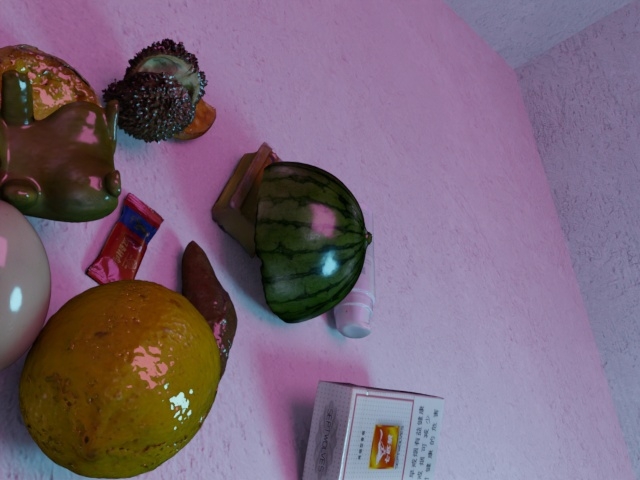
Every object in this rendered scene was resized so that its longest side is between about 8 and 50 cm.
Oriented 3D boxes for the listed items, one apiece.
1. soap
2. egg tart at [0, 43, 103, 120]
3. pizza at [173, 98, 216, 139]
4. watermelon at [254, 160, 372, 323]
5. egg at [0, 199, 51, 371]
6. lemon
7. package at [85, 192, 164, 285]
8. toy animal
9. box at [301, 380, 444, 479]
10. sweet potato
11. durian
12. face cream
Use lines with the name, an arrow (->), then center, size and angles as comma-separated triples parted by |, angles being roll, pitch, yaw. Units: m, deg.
soap -> -0.133, -0.088, 1.613 | 0.135, 0.076, 0.233 | 47, 36, -23
egg tart -> -0.453, -0.200, 1.227 | 0.234, 0.094, 0.234 | 28, 49, -38
pizza -> -0.283, -0.265, 1.557 | 0.175, 0.046, 0.134 | -13, 80, -57
watermelon -> 0.000, 0.000, 1.546 | 0.331, 0.189, 0.331 | -10, 90, -68
egg -> -0.430, 0.060, 0.947 | 0.186, 0.242, 0.186 | 14, 23, -6
lemon -> -0.268, 0.183, 1.058 | 0.258, 0.258, 0.310 | 55, 27, -12
package -> -0.331, 0.007, 1.315 | 0.083, 0.022, 0.200 | 44, 39, -27
toy animal -> -0.439, -0.111, 1.032 | 0.363, 0.180, 0.181 | 4, 65, -34
box -> 0.112, 0.397, 1.516 | 0.330, 0.095, 0.210 | 19, 78, -49
sweet potato -> -0.199, 0.150, 1.330 | 0.114, 0.092, 0.341 | 21, 48, -25
durian -> -0.310, -0.275, 1.408 | 0.196, 0.196, 0.167 | -70, 153, -49
face cream -> 0.076, 0.069, 1.768 | 0.102, 0.102, 0.345 | 37, 41, -34
